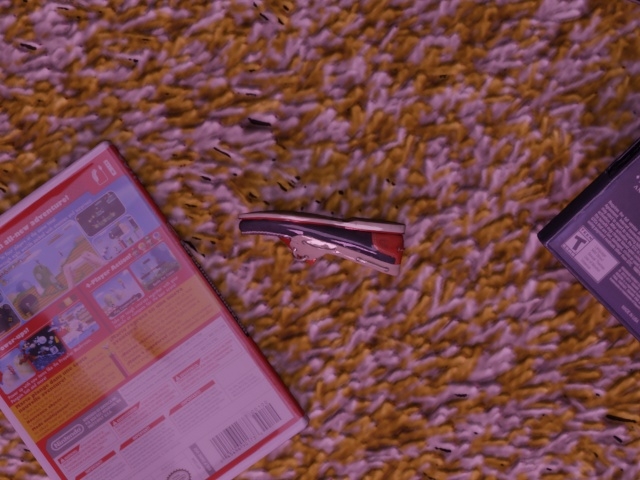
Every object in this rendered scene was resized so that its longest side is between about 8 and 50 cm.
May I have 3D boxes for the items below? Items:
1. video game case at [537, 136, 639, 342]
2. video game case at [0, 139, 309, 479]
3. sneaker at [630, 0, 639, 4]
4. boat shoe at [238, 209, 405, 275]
[{"bbox_3d":[0.329,-0.033,1.509,0.274,0.026,0.196,-44,114,6],"label":"video game case"},{"bbox_3d":[-0.172,0.091,1.601,0.204,0.025,0.285,-35,91,7],"label":"video game case"},{"bbox_3d":[0.319,-0.190,1.487,0.222,0.118,0.083,14,96,4],"label":"sneaker"},{"bbox_3d":[0.000,0.000,1.569,0.137,0.049,0.043,7,98,0],"label":"boat shoe"}]
